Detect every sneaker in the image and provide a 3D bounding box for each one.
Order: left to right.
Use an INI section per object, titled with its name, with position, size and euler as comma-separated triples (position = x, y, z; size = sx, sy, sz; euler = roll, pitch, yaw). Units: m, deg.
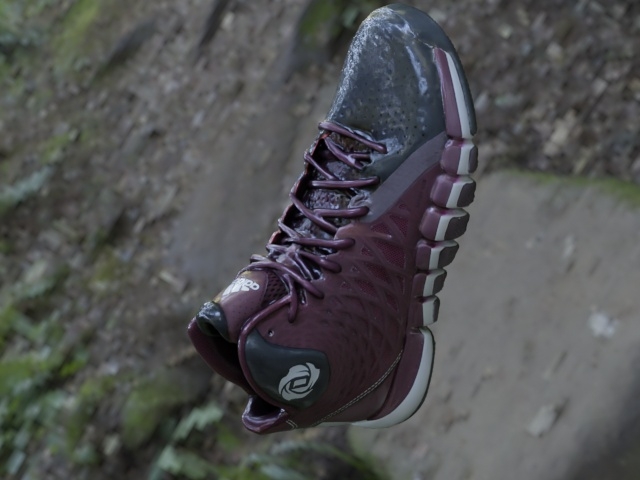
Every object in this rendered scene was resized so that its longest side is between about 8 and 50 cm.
[sneaker]
position = 0.000, 0.000, 1.014
size = 0.106, 0.162, 0.281
euler = 26, 118, 48
